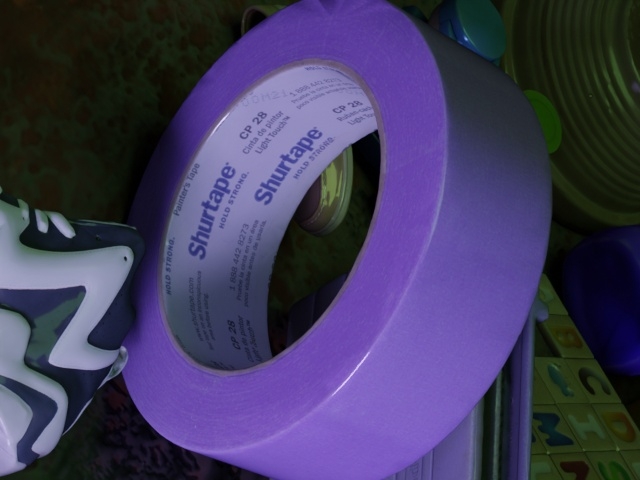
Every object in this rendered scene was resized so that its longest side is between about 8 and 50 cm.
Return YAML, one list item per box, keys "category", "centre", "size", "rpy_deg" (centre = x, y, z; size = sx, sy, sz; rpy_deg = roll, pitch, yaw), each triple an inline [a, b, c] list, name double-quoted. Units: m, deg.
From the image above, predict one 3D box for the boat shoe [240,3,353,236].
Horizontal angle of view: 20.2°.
- category: "boat shoe"
  centre: [-0.023, -0.083, 1.201]
  size: [0.059, 0.063, 0.170]
  rpy_deg: [11, 58, -40]

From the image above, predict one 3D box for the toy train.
- category: "toy train"
  centre: [0.113, -0.060, 1.266]
  size: [0.248, 0.143, 0.105]
  rpy_deg: [51, 46, -19]

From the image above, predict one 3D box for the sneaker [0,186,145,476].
- category: "sneaker"
  centre: [-0.175, -0.004, 0.985]
  size: [0.153, 0.094, 0.235]
  rpy_deg: [-34, 100, -49]

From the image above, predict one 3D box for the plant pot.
- category: "plant pot"
  centre: [0.242, -0.130, 1.455]
  size: [0.237, 0.109, 0.237]
  rpy_deg: [20, 61, -41]

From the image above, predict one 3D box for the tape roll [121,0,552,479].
- category: "tape roll"
  centre: [0.000, 0.000, 1.028]
  size: [0.090, 0.274, 0.275]
  rpy_deg: [24, 58, -38]

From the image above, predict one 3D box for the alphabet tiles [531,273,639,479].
- category: "alphabet tiles"
  centre: [0.144, 0.111, 1.204]
  size: [0.198, 0.009, 0.237]
  rpy_deg: [5, 47, -46]

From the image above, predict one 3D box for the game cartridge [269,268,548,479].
- category: "game cartridge"
  centre: [0.041, 0.172, 1.039]
  size: [0.068, 0.230, 0.355]
  rpy_deg: [16, 62, -22]

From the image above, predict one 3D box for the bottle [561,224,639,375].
- category: "bottle"
  centre: [0.312, 0.041, 1.471]
  size: [0.283, 0.092, 0.118]
  rpy_deg: [-5, 79, -47]

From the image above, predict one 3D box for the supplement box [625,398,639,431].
- category: "supplement box"
  centre: [0.344, 0.230, 1.262]
  size: [0.194, 0.195, 0.356]
  rpy_deg: [56, 19, -15]
